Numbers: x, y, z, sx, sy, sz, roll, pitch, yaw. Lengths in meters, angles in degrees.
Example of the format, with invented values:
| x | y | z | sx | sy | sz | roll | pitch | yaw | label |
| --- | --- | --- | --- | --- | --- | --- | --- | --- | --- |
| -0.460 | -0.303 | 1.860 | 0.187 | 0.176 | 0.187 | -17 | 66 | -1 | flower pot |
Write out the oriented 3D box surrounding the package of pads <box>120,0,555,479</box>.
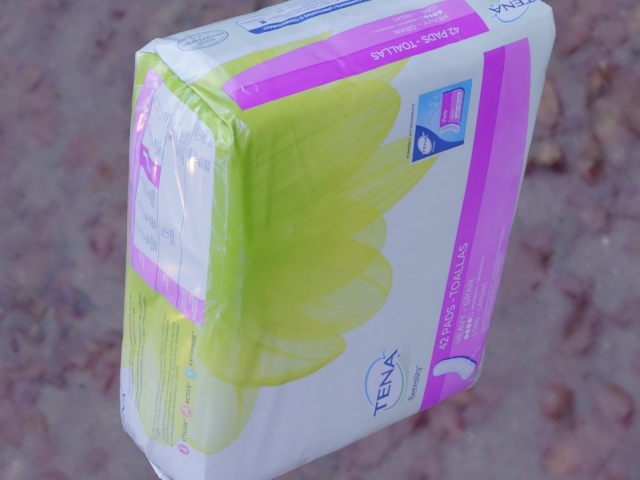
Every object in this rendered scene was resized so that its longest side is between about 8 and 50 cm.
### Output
| x | y | z | sx | sy | sz | roll | pitch | yaw | label |
| --- | --- | --- | --- | --- | --- | --- | --- | --- | --- |
| 0.000 | 0.000 | 1.049 | 0.229 | 0.297 | 0.101 | -21 | 47 | -30 | package of pads |
